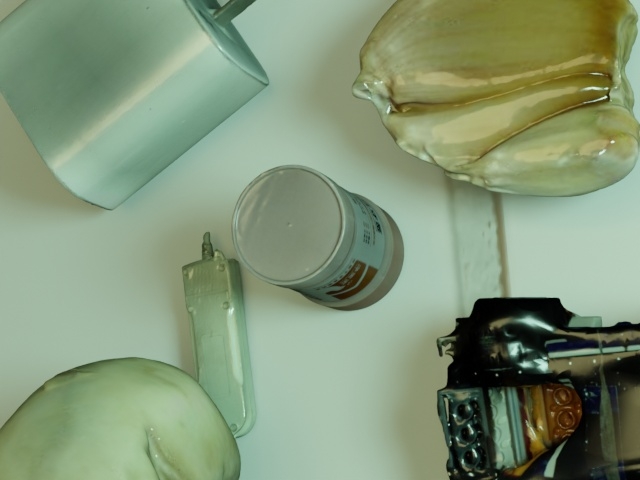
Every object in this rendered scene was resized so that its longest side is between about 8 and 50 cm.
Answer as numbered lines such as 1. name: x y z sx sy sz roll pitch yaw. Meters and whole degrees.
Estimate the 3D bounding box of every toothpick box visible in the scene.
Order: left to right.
1. toothpick box: 0.000 0.000 1.398 0.098 0.149 0.098 -4 78 21

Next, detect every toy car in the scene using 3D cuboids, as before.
1. toy car: 0.238 0.136 1.299 0.301 0.118 0.193 -2 88 20

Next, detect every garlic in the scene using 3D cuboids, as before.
1. garlic: 0.147 -0.135 1.394 0.228 0.110 0.217 2 69 11

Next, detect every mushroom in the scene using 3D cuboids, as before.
1. mushroom: -0.134 0.268 1.355 0.336 0.314 0.314 25 90 2

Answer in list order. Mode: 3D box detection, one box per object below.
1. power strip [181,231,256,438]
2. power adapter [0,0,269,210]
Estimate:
1. power strip: -0.088 0.084 1.481 0.048 0.030 0.191 -12 76 20
2. power adapter: -0.151 -0.176 1.507 0.255 0.124 0.187 -38 71 10
